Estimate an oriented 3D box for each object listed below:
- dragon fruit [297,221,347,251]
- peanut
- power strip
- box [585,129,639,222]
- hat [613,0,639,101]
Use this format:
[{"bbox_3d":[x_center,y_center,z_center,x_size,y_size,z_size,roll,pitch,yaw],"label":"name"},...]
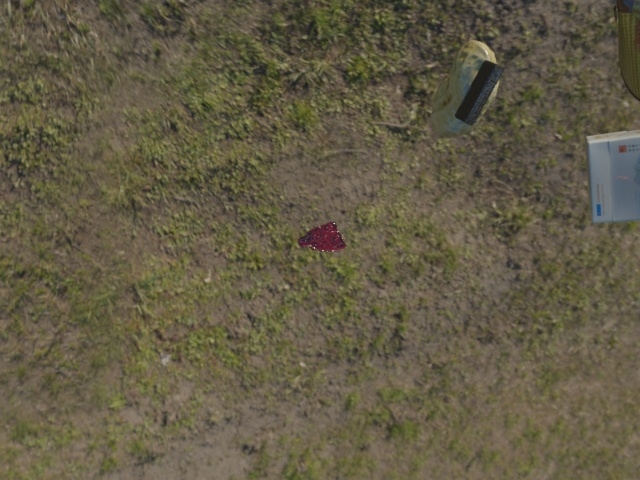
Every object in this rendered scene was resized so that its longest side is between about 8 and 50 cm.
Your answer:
[{"bbox_3d":[0.000,-0.001,1.819,0.131,0.063,0.097,-21,105,-1],"label":"dragon fruit"},{"bbox_3d":[0.387,-0.400,1.651,0.140,0.153,0.325,-14,151,-14],"label":"peanut"},{"bbox_3d":[0.275,-0.256,1.067,0.038,0.029,0.111,6,117,-54],"label":"power strip"},{"bbox_3d":[0.579,-0.114,1.042,0.233,0.067,0.149,-4,105,23],"label":"box"},{"bbox_3d":[0.335,-0.236,0.616,0.082,0.193,0.192,8,112,-11],"label":"hat"}]
